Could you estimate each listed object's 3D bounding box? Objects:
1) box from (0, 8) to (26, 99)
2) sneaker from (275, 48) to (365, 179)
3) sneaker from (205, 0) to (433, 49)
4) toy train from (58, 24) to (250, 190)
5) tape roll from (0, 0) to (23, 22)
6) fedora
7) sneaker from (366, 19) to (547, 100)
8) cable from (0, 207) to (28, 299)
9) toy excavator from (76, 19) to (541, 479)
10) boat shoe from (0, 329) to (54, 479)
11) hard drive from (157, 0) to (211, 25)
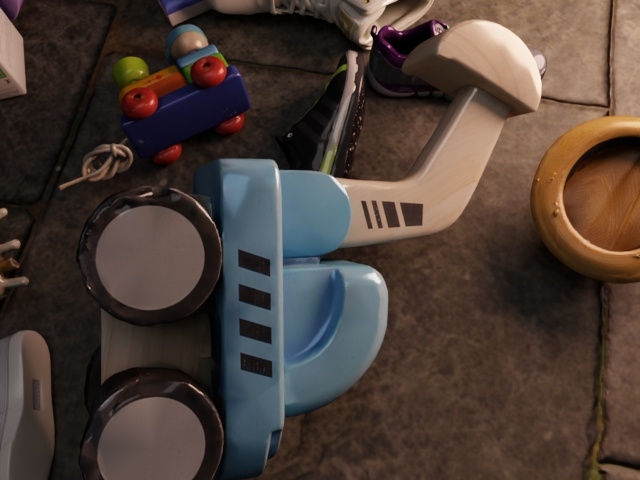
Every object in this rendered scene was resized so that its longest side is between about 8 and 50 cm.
[{"bbox_3d":[-0.454,-0.243,0.839,0.101,0.087,0.102,-14,68,-2],"label":"box"},{"bbox_3d":[-0.005,-0.131,0.763,0.097,0.084,0.235,10,68,9],"label":"sneaker"},{"bbox_3d":[-0.001,-0.320,0.829,0.292,0.108,0.169,-17,64,-4],"label":"sneaker"},{"bbox_3d":[-0.225,-0.169,0.791,0.248,0.105,0.143,-27,58,-7],"label":"toy train"},{"bbox_3d":[-0.480,-0.371,0.839,0.189,0.189,0.080,6,67,7],"label":"tape roll"},{"bbox_3d":[0.321,-0.039,0.704,0.194,0.079,0.194,-2,72,7],"label":"fedora"},{"bbox_3d":[0.168,-0.222,0.780,0.223,0.098,0.083,-2,67,3],"label":"sneaker"},{"bbox_3d":[-0.471,0.052,0.725,0.287,0.072,0.139,-24,65,-7],"label":"cable"},{"bbox_3d":[0.000,0.000,0.629,0.445,0.222,0.433,-1,92,-20],"label":"toy excavator"},{"bbox_3d":[-0.324,0.186,0.667,0.063,0.066,0.184,-17,69,12],"label":"boat shoe"},{"bbox_3d":[-0.113,-0.455,0.928,0.318,0.040,0.210,-28,68,-7],"label":"hard drive"}]
